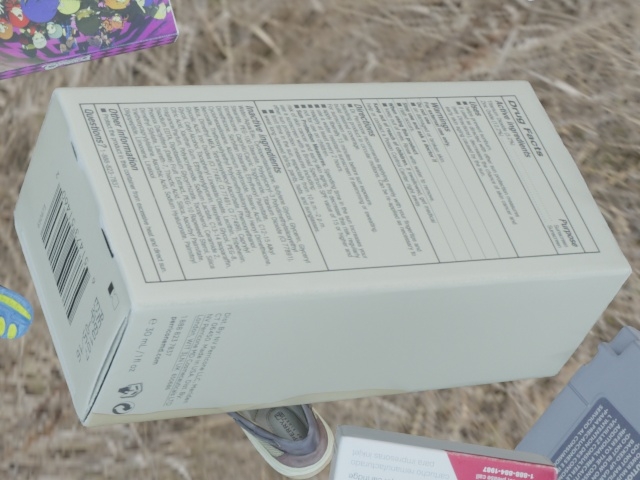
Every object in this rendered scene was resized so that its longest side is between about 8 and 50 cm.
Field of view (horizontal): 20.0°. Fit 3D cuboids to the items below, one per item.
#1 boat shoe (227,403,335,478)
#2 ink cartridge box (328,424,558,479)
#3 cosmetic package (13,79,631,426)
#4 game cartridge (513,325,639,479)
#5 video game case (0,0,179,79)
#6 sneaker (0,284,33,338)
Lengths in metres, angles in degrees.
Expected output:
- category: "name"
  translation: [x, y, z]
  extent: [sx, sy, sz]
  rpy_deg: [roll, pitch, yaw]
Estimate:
- category: "boat shoe"
  translation: [-0.093, 0.138, 1.973]
  extent: [0.103, 0.092, 0.285]
  rpy_deg: [-37, 67, -17]
- category: "ink cartridge box"
  translation: [0.051, 0.174, 0.891]
  extent: [0.109, 0.063, 0.151]
  rpy_deg: [8, 90, -1]
- category: "cosmetic package"
  translation: [0.000, 0.000, 1.033]
  extent: [0.309, 0.160, 0.113]
  rpy_deg: [-2, 141, -28]
- category: "game cartridge"
  translation: [0.191, 0.229, 1.320]
  extent: [0.060, 0.196, 0.294]
  rpy_deg: [28, 106, -34]
- category: "video game case"
  translation: [-0.281, -0.279, 1.839]
  extent: [0.232, 0.042, 0.210]
  rpy_deg: [-14, 84, -16]
- category: "sneaker"
  translation: [-0.392, 0.047, 1.910]
  extent: [0.188, 0.078, 0.067]
  rpy_deg: [34, 75, -20]
